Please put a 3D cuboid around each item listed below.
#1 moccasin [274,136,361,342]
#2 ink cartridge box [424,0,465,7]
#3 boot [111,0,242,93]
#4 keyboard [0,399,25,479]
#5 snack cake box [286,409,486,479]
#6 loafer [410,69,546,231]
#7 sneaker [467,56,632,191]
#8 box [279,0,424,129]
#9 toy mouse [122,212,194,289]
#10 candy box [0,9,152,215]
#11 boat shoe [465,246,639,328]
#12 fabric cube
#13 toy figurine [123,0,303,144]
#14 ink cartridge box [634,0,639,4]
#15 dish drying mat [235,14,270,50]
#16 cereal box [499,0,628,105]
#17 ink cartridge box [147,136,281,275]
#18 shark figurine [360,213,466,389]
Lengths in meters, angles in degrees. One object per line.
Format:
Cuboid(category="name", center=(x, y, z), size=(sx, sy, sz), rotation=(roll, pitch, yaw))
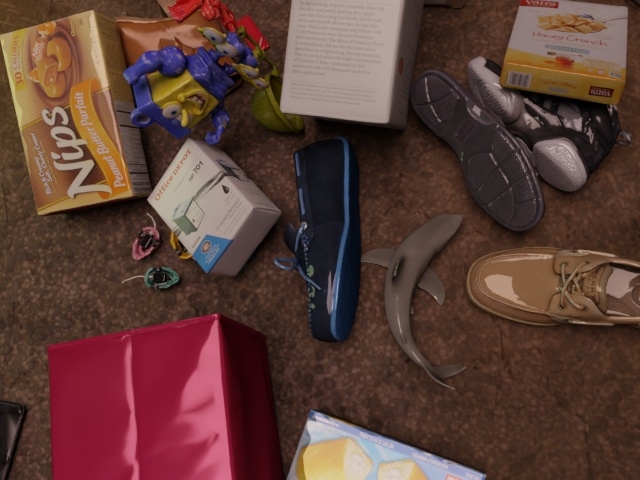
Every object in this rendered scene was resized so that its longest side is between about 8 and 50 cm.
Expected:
Cuboid(category="moccasin", center=(0.000, 0.000, 1.089), size=(0.117, 0.137, 0.341), rotation=(-4, 61, 14))
Cuboid(category="ink cartridge box", center=(0.146, -0.520, 1.200), size=(0.235, 0.088, 0.193), rotation=(5, 76, 12))
Cuboid(category="boot", center=(-0.296, -0.306, 1.235), size=(0.284, 0.109, 0.220), rotation=(-31, 76, -6))
Cuboid(category="keyboard", center=(-0.569, 0.359, 1.150), size=(0.108, 0.023, 0.180), rotation=(10, 77, 7))
Cuboid(category="snack cake box", center=(0.089, 0.362, 0.985), size=(0.265, 0.089, 0.152), rotation=(16, 79, 15))
Cuboid(category="loafer", center=(0.264, -0.151, 1.082), size=(0.109, 0.095, 0.302), rotation=(-44, 71, 35))
Cuboid(category="sneaker", center=(0.362, -0.213, 1.079), size=(0.153, 0.101, 0.268), rotation=(-36, 73, -5))
Cuboid(category="box", center=(0.063, -0.356, 1.054), size=(0.168, 0.215, 0.345), rotation=(9, 98, 13))
Cuboid(category="toy mouse", center=(-0.278, 0.033, 1.170), size=(0.143, 0.031, 0.161), rotation=(-40, 72, -1))
Cuboid(category="candy box", center=(-0.420, -0.213, 1.178), size=(0.183, 0.087, 0.316), rotation=(-10, 94, 13))
Cuboid(category="boat shoe", center=(0.386, 0.064, 0.991), size=(0.341, 0.110, 0.121), rotation=(3, 77, 11))
Cuboid(category="fabric cube", center=(-0.212, 0.269, 0.981), size=(0.259, 0.254, 0.258), rotation=(-12, 74, 8))
Cuboid(category="toy figurine", center=(-0.201, -0.248, 1.077), size=(0.217, 0.362, 0.191), rotation=(-33, 65, 11))
Cuboid(category="ink cartridge box", center=(0.613, -0.419, 0.979), size=(0.166, 0.285, 0.395), rotation=(-44, 72, -1))
Cuboid(category="dish drying mat", center=(-0.126, -0.380, 1.259), size=(0.032, 0.008, 0.083), rotation=(-34, 72, 2))
Cuboid(category="cereal box", center=(0.382, -0.304, 1.060), size=(0.173, 0.047, 0.240), rotation=(12, 46, 13))
Cuboid(category="ink cartridge box", center=(-0.176, -0.055, 1.114), size=(0.190, 0.082, 0.139), rotation=(45, 109, 26))
Cuboid(category="shark figurine", center=(0.134, 0.086, 1.037), size=(0.166, 0.116, 0.278), rotation=(-2, 74, 12))
